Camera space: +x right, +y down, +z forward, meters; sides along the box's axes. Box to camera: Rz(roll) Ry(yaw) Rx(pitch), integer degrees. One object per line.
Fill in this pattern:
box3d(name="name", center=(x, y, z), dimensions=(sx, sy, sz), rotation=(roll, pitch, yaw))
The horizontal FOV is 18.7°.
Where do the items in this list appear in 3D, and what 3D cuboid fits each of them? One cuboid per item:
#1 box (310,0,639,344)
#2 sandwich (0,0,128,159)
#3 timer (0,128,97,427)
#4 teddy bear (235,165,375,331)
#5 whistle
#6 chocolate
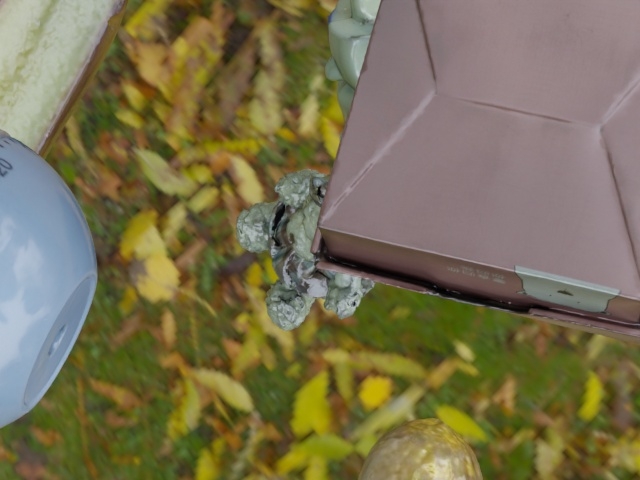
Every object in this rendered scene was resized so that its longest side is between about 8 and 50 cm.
box3d(name="box", center=(0.121, -0.064, 1.192), dimensions=(0.215, 0.086, 0.215), rotation=(13, 76, 11))
box3d(name="sandwich", center=(-0.218, -0.095, 1.329), dimensions=(0.094, 0.096, 0.258), rotation=(33, 75, -12))
box3d(name="timer", center=(-0.219, -0.019, 0.943), dimensions=(0.175, 0.175, 0.255), rotation=(-40, 86, -3))
box3d(name="teddy bear", center=(0.015, -0.004, 1.619), dimensions=(0.111, 0.213, 0.133), rotation=(-19, 83, -25))
box3d(name="whistle", center=(0.056, -0.174, 1.757), dimensions=(0.110, 0.092, 0.244), rotation=(-10, 126, -2))
box3d(name="chocolate", center=(0.076, 0.317, 1.800), dimensions=(0.134, 0.134, 0.309), rotation=(20, 76, -25))
